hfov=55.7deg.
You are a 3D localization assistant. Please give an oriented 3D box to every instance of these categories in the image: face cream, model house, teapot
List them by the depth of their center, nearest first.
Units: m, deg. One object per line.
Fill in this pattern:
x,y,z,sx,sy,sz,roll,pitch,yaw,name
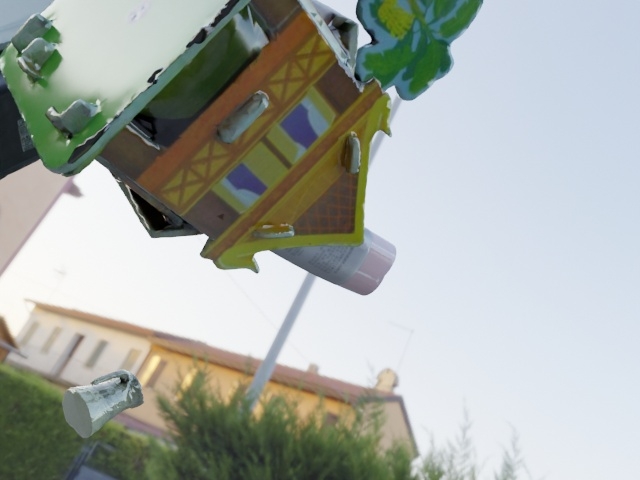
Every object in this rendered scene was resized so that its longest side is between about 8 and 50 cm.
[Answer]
-0.035,-0.157,0.549,0.242,0.358,0.313,44,1,40,model house
-0.239,0.177,0.684,0.057,0.083,0.067,32,-60,30,teapot
0.000,0.000,0.738,0.198,0.084,0.057,28,14,-32,face cream

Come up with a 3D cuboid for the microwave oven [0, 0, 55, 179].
-0.409,-0.174,0.657,0.237,0.295,0.181,36,-42,18,microwave oven
